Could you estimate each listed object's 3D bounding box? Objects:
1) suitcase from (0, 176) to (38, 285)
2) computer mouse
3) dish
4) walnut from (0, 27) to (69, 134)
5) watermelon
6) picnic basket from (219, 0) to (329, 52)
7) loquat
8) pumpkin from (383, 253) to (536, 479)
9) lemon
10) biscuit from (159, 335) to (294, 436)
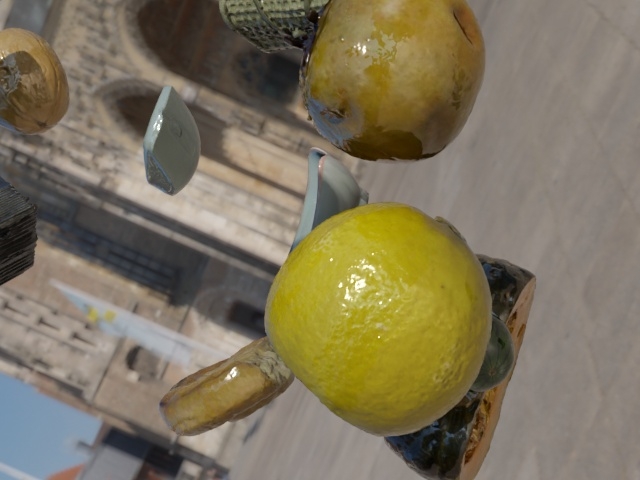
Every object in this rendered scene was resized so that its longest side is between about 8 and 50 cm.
[{"bbox_3d":[-0.582,0.007,1.432,0.335,0.229,0.152,-34,-25,-41],"label":"suitcase"},{"bbox_3d":[-0.242,-0.157,1.735,0.231,0.079,0.128,99,-176,-71],"label":"computer mouse"},{"bbox_3d":[0.000,0.000,1.296,0.151,0.077,0.212,-117,43,-79],"label":"dish"},{"bbox_3d":[-0.549,-0.289,1.926,0.165,0.165,0.197,114,137,-61],"label":"walnut"},{"bbox_3d":[0.187,0.129,1.268,0.109,0.109,0.109,-156,90,-90],"label":"watermelon"},{"bbox_3d":[-0.002,-0.307,1.257,0.134,0.196,0.154,30,-110,-52],"label":"picnic basket"},{"bbox_3d":[0.068,-0.183,1.086,0.213,0.213,0.213,-156,90,-90],"label":"loquat"},{"bbox_3d":[0.193,0.174,1.446,0.222,0.139,0.317,5,-80,-72],"label":"pumpkin"},{"bbox_3d":[0.075,0.070,1.119,0.219,0.240,0.240,-50,4,13],"label":"lemon"},{"bbox_3d":[-0.137,0.227,1.602,0.213,0.091,0.274,-29,2,16],"label":"biscuit"}]
